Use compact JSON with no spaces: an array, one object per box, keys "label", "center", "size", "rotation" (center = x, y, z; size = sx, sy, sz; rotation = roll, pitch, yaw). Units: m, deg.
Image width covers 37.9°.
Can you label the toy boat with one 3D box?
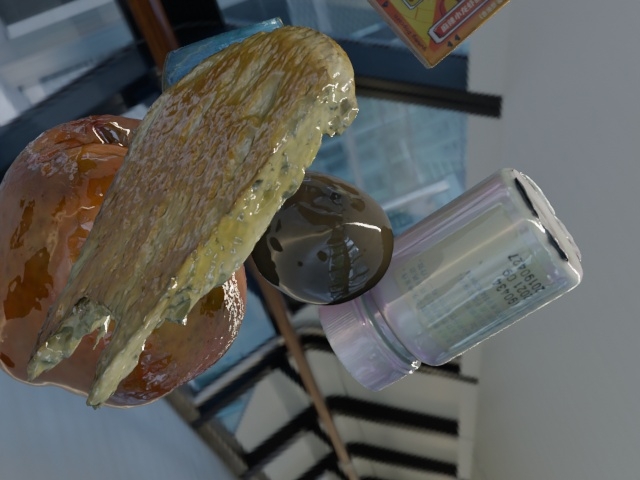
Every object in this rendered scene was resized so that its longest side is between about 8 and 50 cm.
[{"label":"toy boat","center":[-0.119,-0.226,1.204],"size":[0.075,0.186,0.077],"rotation":[-140,-149,-78]}]

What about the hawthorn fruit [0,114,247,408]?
[{"label":"hawthorn fruit","center":[-0.329,0.022,1.514],"size":[0.472,0.472,0.471],"rotation":[159,-90,-88]}]

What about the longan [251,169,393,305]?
[{"label":"longan","center":[0.000,0.000,1.341],"size":[0.220,0.196,0.196],"rotation":[21,-25,22]}]

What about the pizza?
[{"label":"pizza","center":[-0.065,-0.022,0.490],"size":[0.034,0.181,0.262],"rotation":[45,49,-31]}]

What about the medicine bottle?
[{"label":"medicine bottle","center":[0.199,0.066,1.453],"size":[0.213,0.379,0.213],"rotation":[49,20,-24]}]

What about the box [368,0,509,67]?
[{"label":"box","center":[0.197,-0.458,1.472],"size":[0.259,0.283,0.214],"rotation":[49,11,-3]}]
